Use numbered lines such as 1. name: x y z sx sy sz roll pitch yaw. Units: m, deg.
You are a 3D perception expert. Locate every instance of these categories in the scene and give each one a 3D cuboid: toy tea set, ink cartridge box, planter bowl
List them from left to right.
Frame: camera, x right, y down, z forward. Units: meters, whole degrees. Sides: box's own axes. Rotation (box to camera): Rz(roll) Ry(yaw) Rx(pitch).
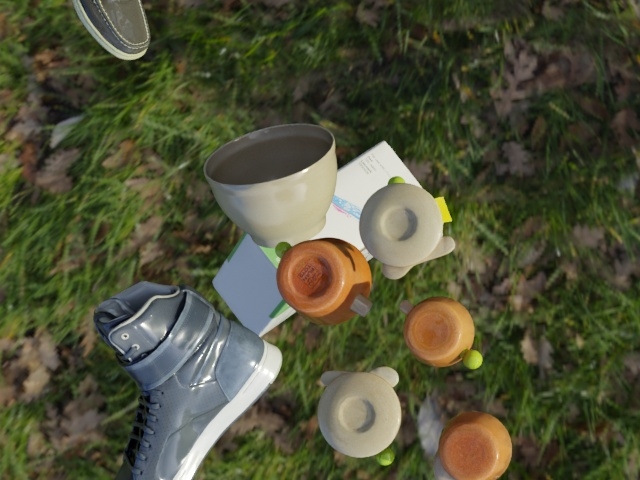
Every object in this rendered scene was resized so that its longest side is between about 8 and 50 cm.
1. planter bowl: -0.050 -0.059 1.360 0.162 0.162 0.109 -9 118 11
2. ink cartridge box: 0.000 0.000 1.639 0.117 0.278 0.201 51 150 7
3. toy tea set: 0.080 0.113 1.168 0.200 0.124 0.336 -19 80 11

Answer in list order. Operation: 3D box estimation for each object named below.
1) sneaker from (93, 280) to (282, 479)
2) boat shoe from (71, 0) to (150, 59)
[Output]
1. sneaker: -0.164 0.142 0.998 0.163 0.086 0.226 41 84 -29
2. boat shoe: -0.266 -0.331 1.361 0.073 0.080 0.224 -28 86 49
